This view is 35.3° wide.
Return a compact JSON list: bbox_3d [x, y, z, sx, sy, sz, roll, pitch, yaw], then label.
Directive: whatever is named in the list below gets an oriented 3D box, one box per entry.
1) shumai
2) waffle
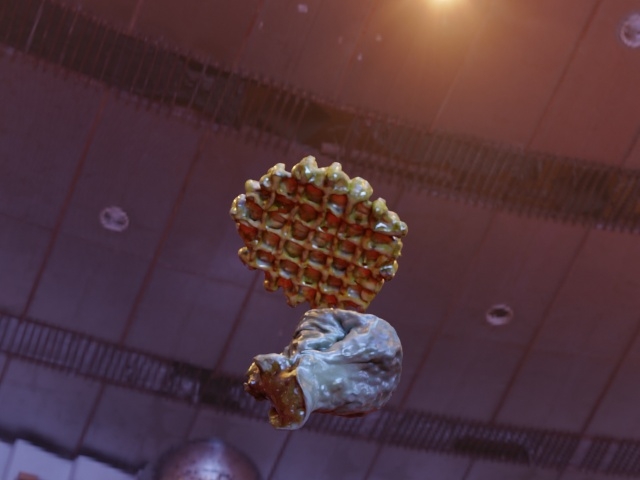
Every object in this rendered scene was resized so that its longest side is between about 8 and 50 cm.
[{"bbox_3d":[0.002,0.087,0.595,0.083,0.080,0.082,-23,-67,36],"label":"shumai"},{"bbox_3d":[-0.005,-0.001,0.998,0.191,0.038,0.191,11,-49,13],"label":"waffle"}]
